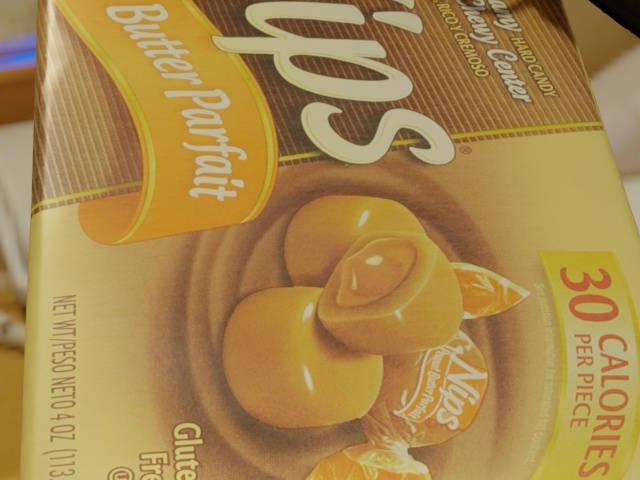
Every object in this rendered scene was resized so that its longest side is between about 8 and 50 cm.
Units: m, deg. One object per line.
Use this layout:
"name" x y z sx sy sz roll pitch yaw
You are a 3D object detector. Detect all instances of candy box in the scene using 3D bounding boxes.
"candy box" 0.000 0.000 0.643 0.183 0.087 0.316 -2 39 -5

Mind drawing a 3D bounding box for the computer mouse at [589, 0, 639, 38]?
"computer mouse" 0.158 -0.108 0.679 0.272 0.072 0.188 32 59 33
